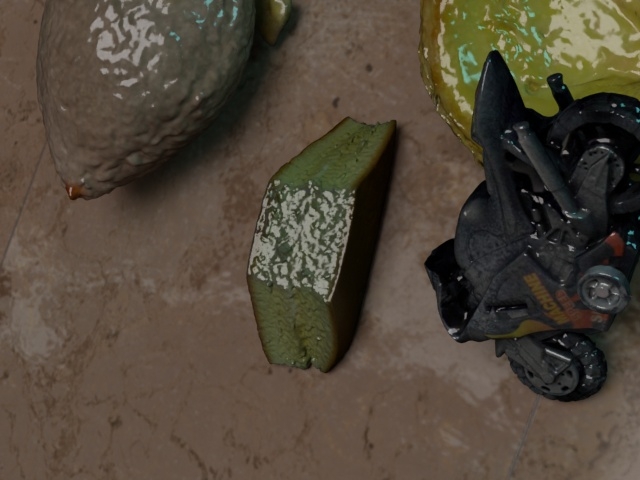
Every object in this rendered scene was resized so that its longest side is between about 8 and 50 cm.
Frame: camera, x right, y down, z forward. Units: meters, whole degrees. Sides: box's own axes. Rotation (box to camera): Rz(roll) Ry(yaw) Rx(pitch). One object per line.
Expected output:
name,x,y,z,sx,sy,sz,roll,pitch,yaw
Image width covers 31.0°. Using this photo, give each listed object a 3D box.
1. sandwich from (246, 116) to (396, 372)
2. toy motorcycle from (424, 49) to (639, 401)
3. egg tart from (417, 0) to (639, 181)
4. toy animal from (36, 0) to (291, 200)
sandwich,0.000,0.000,1.091,0.094,0.096,0.258,13,89,26
toy motorcycle,0.168,0.003,0.905,0.173,0.108,0.307,21,133,19
egg tart,0.232,-0.181,0.966,0.315,0.120,0.315,-2,85,27
toy animal,-0.178,-0.206,1.179,0.226,0.188,0.358,15,89,38
